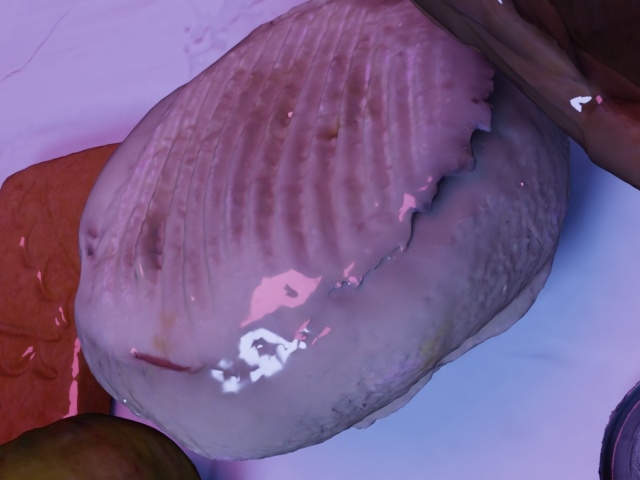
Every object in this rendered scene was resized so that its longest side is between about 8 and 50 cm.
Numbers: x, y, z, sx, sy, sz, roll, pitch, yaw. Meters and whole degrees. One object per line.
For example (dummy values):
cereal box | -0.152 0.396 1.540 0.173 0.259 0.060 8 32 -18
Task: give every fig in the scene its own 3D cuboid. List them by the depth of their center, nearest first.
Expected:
fig | -0.092 0.202 0.682 0.149 0.149 0.245 -43 68 20

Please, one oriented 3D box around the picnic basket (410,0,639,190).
picnic basket | 0.173 -0.138 0.395 0.337 0.337 0.293 33 98 45

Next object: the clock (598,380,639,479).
clock | 0.151 0.089 0.555 0.085 0.017 0.085 -18 61 36

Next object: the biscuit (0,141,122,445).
biscuit | -0.200 0.064 0.865 0.306 0.043 0.284 -56 46 9

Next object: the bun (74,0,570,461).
bun | 0.000 0.000 0.638 0.239 0.141 0.239 -26 35 20
